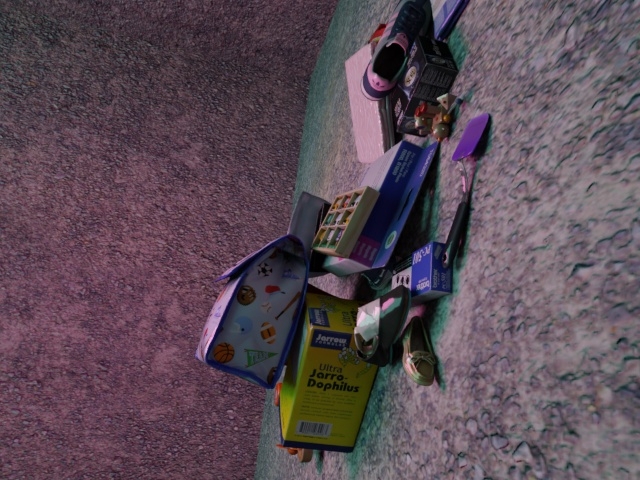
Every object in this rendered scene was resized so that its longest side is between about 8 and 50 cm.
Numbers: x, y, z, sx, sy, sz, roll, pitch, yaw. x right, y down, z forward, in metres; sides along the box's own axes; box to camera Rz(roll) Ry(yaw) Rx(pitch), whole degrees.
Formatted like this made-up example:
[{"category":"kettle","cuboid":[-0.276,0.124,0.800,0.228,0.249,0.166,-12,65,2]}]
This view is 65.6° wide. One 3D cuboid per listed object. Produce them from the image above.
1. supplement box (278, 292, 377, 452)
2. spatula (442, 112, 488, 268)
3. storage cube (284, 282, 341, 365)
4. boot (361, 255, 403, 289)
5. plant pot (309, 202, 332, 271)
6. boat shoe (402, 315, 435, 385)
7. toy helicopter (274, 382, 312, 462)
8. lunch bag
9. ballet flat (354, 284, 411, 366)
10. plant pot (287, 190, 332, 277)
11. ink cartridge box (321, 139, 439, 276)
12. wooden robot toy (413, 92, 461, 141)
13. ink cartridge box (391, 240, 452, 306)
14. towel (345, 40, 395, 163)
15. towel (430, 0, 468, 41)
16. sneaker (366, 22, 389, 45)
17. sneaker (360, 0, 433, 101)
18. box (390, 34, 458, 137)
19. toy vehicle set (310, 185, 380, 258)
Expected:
[{"category":"supplement box","cuboid":[0.019,0.349,1.318,0.194,0.195,0.357,-109,30,-68]},{"category":"spatula","cuboid":[0.261,-0.093,0.917,0.084,0.030,0.297,173,107,-76]},{"category":"storage cube","cuboid":[-0.040,0.272,1.548,0.215,0.183,0.193,-41,38,31]},{"category":"boot","cuboid":[0.136,0.075,1.259,0.190,0.086,0.069,124,154,-65]},{"category":"plant pot","cuboid":[0.066,0.010,1.446,0.187,0.166,0.188,131,150,-83]},{"category":"boat shoe","cuboid":[0.189,0.209,0.950,0.153,0.056,0.048,-83,4,-59]},{"category":"toy helicopter","cuboid":[-0.083,0.662,1.720,0.355,0.140,0.235,-144,63,-75]},{"category":"lunch bag","cuboid":[-0.183,0.180,1.373,0.386,0.238,0.328,-68,14,-16]},{"category":"ballet flat","cuboid":[0.121,0.191,1.052,0.281,0.096,0.095,94,-179,-48]},{"category":"plant pot","cuboid":[0.000,0.000,1.669,0.293,0.196,0.293,15,-90,-86]},{"category":"ink cartridge box","cuboid":[0.132,-0.077,1.213,0.324,0.071,0.330,-65,9,-14]},{"category":"wooden robot toy","cuboid":[0.244,-0.249,1.070,0.173,0.076,0.079,148,121,-76]},{"category":"ink cartridge box","cuboid":[0.203,0.076,1.020,0.207,0.046,0.097,131,147,-69]},{"category":"towel","cuboid":[0.148,-0.399,1.492,0.317,0.053,0.332,-139,40,-76]},{"category":"towel","cuboid":[0.315,-0.636,1.159,0.209,0.034,0.285,123,154,-58]},{"category":"sneaker","cuboid":[0.202,-0.616,1.555,0.279,0.107,0.118,-99,31,-53]},{"category":"sneaker","cuboid":[0.211,-0.509,1.257,0.131,0.112,0.319,-148,83,-84]},{"category":"box","cuboid":[0.238,-0.362,1.174,0.180,0.077,0.147,111,165,-44]},{"category":"toy vehicle set","cuboid":[0.052,-0.042,1.218,0.166,0.035,0.267,-64,12,-6]}]
